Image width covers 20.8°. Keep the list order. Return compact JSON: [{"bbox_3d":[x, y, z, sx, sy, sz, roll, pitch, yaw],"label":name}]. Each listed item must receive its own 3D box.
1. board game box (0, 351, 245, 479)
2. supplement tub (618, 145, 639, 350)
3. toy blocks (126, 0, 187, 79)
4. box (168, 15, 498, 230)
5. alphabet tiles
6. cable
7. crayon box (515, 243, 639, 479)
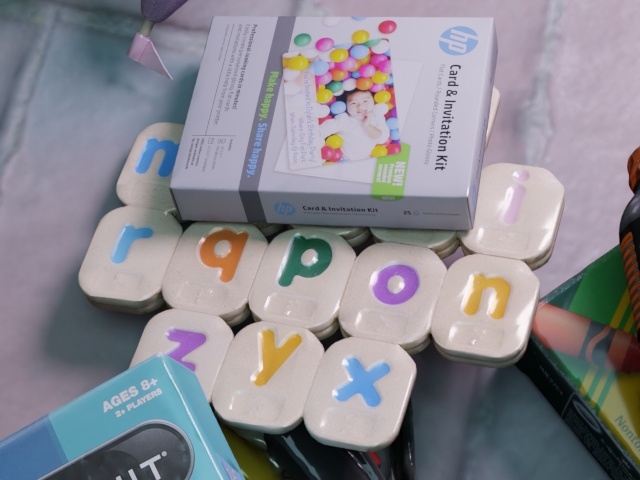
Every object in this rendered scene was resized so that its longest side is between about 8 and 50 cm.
[{"bbox_3d":[-0.114,0.268,0.927,0.254,0.079,0.336,-29,73,2],"label":"board game box"},{"bbox_3d":[0.232,0.036,0.966,0.117,0.117,0.190,-6,71,-1],"label":"supplement tub"},{"bbox_3d":[-0.159,-0.281,1.095,0.288,0.309,0.260,35,113,6],"label":"toy blocks"},{"bbox_3d":[0.011,-0.076,1.091,0.186,0.038,0.145,3,55,12],"label":"box"},{"bbox_3d":[0.000,0.000,1.074,0.284,0.021,0.278,8,57,17],"label":"alphabet tiles"},{"bbox_3d":[0.034,0.173,1.057,0.139,0.072,0.287,-35,86,-28],"label":"cable"},{"bbox_3d":[0.302,0.044,1.066,0.318,0.081,0.202,-35,74,-11],"label":"crayon box"}]
